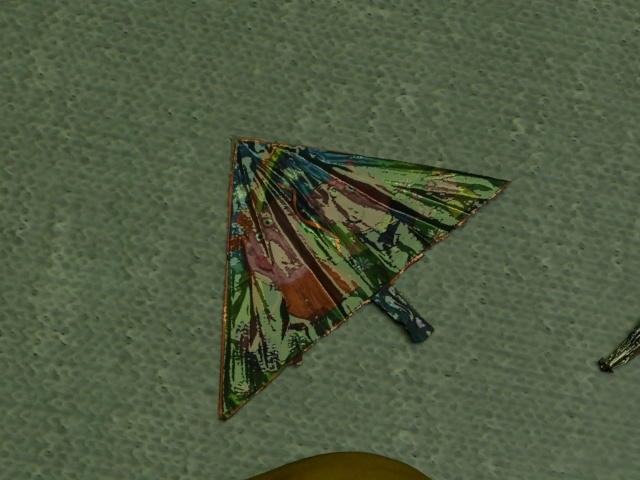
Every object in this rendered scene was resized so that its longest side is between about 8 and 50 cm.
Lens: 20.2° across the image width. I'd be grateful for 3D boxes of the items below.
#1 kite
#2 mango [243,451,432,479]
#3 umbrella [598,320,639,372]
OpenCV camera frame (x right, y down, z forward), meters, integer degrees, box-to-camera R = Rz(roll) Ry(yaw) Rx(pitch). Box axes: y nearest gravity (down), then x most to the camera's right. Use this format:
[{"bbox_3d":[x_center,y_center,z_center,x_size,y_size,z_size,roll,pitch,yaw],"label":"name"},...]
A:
[{"bbox_3d":[0.000,0.000,1.452,0.321,0.016,0.234,-39,80,-20],"label":"kite"},{"bbox_3d":[-0.010,0.225,1.324,0.228,0.099,0.136,-3,74,-2],"label":"mango"},{"bbox_3d":[0.261,0.081,1.465,0.083,0.020,0.031,-38,119,-20],"label":"umbrella"}]
